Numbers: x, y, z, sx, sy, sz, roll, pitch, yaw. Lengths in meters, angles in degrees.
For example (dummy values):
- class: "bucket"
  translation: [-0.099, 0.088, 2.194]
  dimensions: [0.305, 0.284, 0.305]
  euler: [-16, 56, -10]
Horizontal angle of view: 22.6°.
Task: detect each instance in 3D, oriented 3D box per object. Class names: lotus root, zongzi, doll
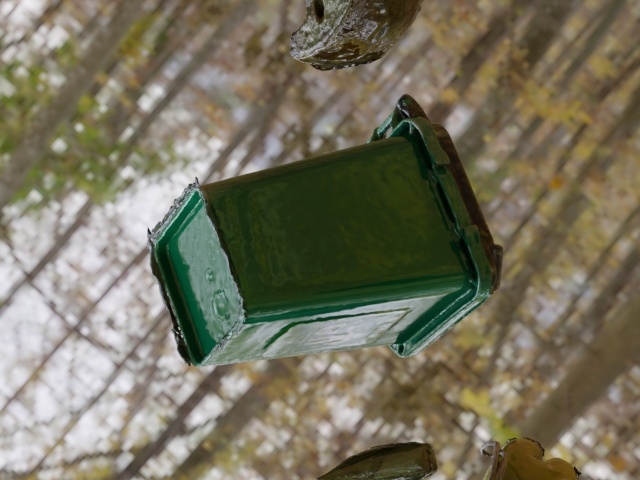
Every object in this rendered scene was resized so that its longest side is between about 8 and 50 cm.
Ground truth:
- class: "lotus root"
  translation: [0.060, -0.325, 1.532]
  dimensions: [0.142, 0.314, 0.210]
  euler: [6, -159, 38]
- class: "zongzi"
  translation: [0.068, 0.267, 1.880]
  dimensions: [0.113, 0.104, 0.052]
  euler: [-3, -101, -43]
- class: "doll"
  translation: [0.156, 0.266, 1.496]
  dimensions: [0.143, 0.135, 0.221]
  euler: [33, -160, 25]

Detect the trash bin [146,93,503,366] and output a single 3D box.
- class: "trash bin"
  translation: [0.000, 0.000, 2.000]
  dimensions: [0.259, 0.381, 0.295]
  euler: [-45, 60, 53]
